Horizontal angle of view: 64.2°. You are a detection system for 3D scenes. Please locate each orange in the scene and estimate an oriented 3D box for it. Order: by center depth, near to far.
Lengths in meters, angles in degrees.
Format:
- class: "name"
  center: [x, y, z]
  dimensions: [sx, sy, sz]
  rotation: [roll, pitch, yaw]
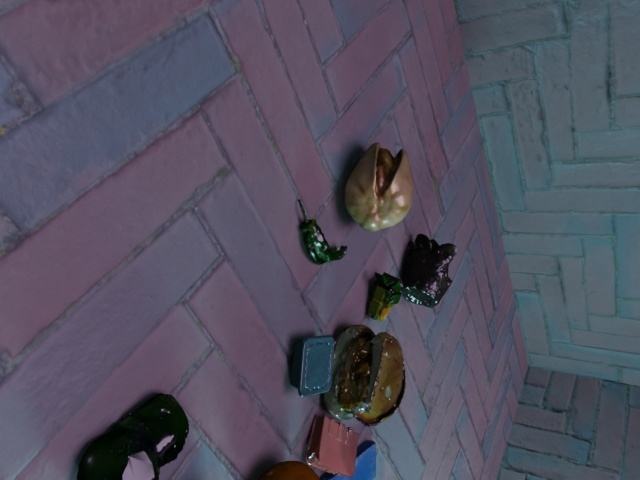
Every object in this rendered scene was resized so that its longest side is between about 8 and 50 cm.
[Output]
- class: "orange"
  center: [-0.093, 0.730, 1.413]
  dimensions: [0.240, 0.171, 0.241]
  rotation: [-7, 102, -40]

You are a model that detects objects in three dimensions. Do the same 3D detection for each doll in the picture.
- class: "doll"
  center: [0.232, 0.208, 1.882]
  dimensions: [0.134, 0.106, 0.187]
  rotation: [0, 109, -49]

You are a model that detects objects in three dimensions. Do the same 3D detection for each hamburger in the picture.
- class: "hamburger"
  center: [0.162, 0.461, 1.730]
  dimensions: [0.276, 0.195, 0.318]
  rotation: [36, 66, -53]

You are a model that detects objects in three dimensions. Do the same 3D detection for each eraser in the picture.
- class: "eraser"
  center: [0.105, 0.836, 1.806]
  dimensions: [0.311, 0.042, 0.144]
  rotation: [-10, 100, -54]

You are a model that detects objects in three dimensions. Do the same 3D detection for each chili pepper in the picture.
- class: "chili pepper"
  center: [-0.370, 0.435, 1.053]
  dimensions: [0.264, 0.116, 0.148]
  rotation: [-31, 114, -50]
- class: "chili pepper"
  center: [0.000, 0.001, 1.582]
  dimensions: [0.279, 0.065, 0.122]
  rotation: [51, 44, -45]

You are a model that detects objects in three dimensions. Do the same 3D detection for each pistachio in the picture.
- class: "pistachio"
  center: [0.200, -0.179, 1.718]
  dimensions: [0.238, 0.228, 0.322]
  rotation: [116, -10, -65]

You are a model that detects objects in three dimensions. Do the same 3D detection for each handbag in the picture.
- class: "handbag"
  center: [0.043, 0.673, 1.672]
  dimensions: [0.212, 0.059, 0.158]
  rotation: [42, 48, -39]

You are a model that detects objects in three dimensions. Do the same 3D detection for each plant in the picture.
- class: "plant"
  center: [0.449, 0.125, 2.116]
  dimensions: [0.188, 0.198, 0.276]
  rotation: [51, 57, -51]

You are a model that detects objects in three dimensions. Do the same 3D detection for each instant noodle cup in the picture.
- class: "instant noodle cup"
  center: [-0.030, 0.376, 1.561]
  dimensions: [0.157, 0.070, 0.179]
  rotation: [9, 86, -53]
